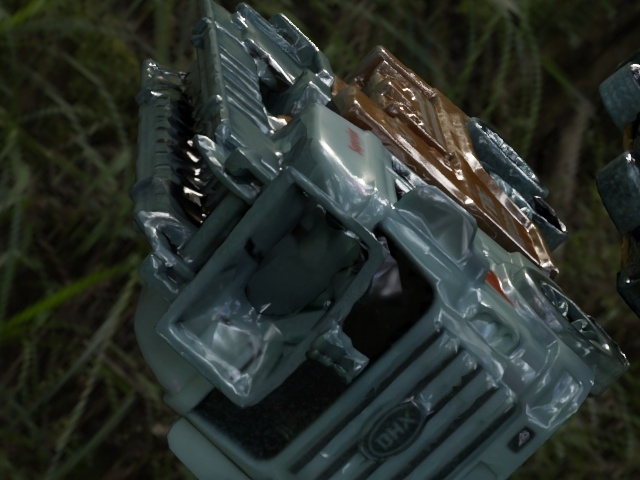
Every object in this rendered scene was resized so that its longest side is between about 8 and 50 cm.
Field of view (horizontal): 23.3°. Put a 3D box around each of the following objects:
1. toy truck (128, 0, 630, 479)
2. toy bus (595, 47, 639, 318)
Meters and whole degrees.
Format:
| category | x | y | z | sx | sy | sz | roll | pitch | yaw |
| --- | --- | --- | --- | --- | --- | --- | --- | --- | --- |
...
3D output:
| category | x | y | z | sx | sy | sz | roll | pitch | yaw |
| --- | --- | --- | --- | --- | --- | --- | --- | --- | --- |
| toy truck | 0.000 | 0.000 | 0.622 | 0.184 | 0.133 | 0.338 | 42 | 14 | -13 |
| toy bus | 0.161 | -0.017 | 0.521 | 0.114 | 0.098 | 0.201 | 48 | 24 | -13 |
